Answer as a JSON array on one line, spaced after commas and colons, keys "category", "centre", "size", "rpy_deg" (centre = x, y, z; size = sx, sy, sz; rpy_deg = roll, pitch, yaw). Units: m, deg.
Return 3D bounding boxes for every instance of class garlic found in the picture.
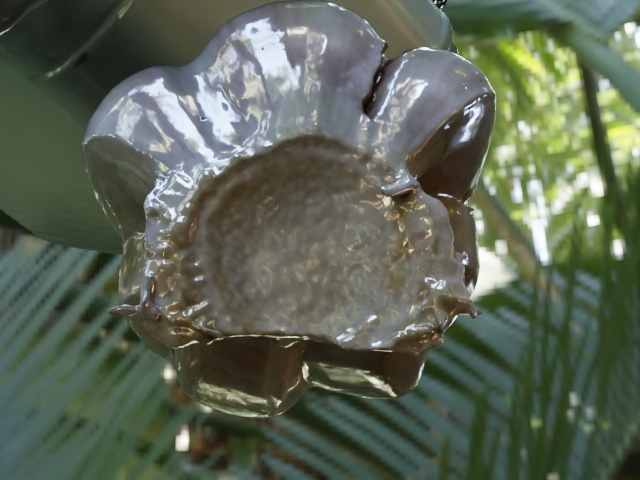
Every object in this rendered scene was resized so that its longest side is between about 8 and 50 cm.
[{"category": "garlic", "centre": [0.000, 0.000, 0.573], "size": [0.131, 0.127, 0.194], "rpy_deg": [-14, -18, 5]}]

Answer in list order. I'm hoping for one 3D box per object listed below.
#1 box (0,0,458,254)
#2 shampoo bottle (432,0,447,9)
[{"category": "box", "centre": [-0.091, -0.088, 0.744], "size": [0.182, 0.175, 0.312], "rpy_deg": [44, -18, -26]}, {"category": "shampoo bottle", "centre": [0.008, -0.202, 1.044], "size": [0.129, 0.084, 0.323], "rpy_deg": [-63, -22, 14]}]
